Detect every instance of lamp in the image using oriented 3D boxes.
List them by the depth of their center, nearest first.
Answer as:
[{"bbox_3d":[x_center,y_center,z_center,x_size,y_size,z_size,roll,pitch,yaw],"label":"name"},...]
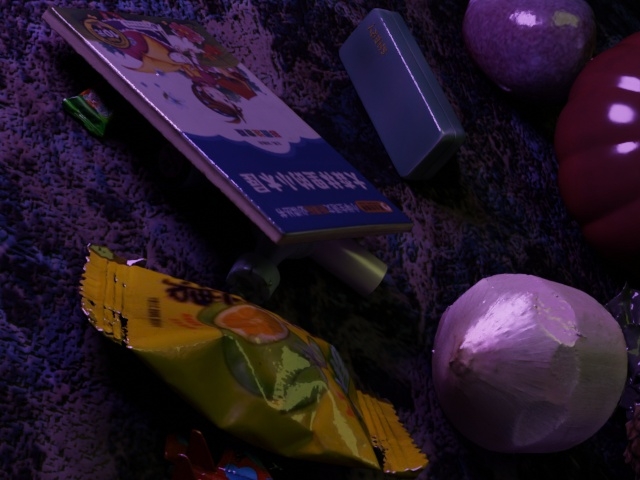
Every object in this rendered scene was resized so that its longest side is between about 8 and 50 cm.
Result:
[{"bbox_3d":[0.410,-0.094,1.854,0.303,0.257,0.303,3,81,-17],"label":"lamp"}]

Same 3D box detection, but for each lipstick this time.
[{"bbox_3d":[0.000,0.000,1.512,0.130,0.038,0.038,37,34,-13],"label":"lipstick"},{"bbox_3d":[-0.056,-0.066,1.520,0.234,0.053,0.053,4,51,-50],"label":"lipstick"}]

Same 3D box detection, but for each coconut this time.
[{"bbox_3d":[0.177,0.107,1.479,0.183,0.171,0.171,14,43,-42],"label":"coconut"}]

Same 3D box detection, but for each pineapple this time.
[{"bbox_3d":[0.341,0.159,1.641,0.128,0.128,0.248,14,40,-38],"label":"pineapple"}]

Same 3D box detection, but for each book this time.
[{"bbox_3d":[-0.079,-0.108,1.482,0.322,0.018,0.228,43,24,22],"label":"book"}]

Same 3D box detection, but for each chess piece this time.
[{"bbox_3d":[-0.044,0.010,1.436,0.067,0.067,0.103,39,42,-9],"label":"chess piece"}]

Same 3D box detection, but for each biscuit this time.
[{"bbox_3d":[-0.190,-0.124,1.461,0.046,0.016,0.089,44,33,-1],"label":"biscuit"}]

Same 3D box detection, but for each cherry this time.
[{"bbox_3d":[0.250,-0.233,1.945,0.176,0.140,0.176,14,-1,0],"label":"cherry"}]

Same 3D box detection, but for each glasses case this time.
[{"bbox_3d":[0.084,-0.155,1.739,0.039,0.078,0.184,4,50,-41],"label":"glasses case"}]

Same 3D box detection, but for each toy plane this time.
[{"bbox_3d":[-0.040,0.205,1.209,0.189,0.061,0.130,29,33,0],"label":"toy plane"}]

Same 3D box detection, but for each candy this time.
[{"bbox_3d":[-0.056,0.100,1.288,0.297,0.081,0.187,26,12,-13],"label":"candy"}]

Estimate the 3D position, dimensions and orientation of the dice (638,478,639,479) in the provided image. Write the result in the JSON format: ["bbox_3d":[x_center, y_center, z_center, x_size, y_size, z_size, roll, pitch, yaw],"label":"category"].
[{"bbox_3d":[0.379,0.348,1.275,0.330,0.328,0.348,17,41,-36],"label":"dice"}]
